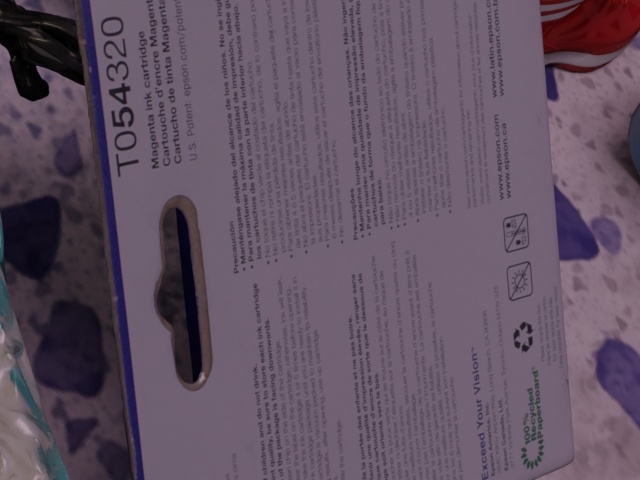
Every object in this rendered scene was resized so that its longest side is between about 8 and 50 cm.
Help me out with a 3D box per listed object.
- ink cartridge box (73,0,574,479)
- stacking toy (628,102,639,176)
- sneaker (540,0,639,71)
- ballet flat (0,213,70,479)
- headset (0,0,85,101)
[{"bbox_3d":[0.000,0.000,0.980,0.330,0.071,0.324,-14,104,-43],"label":"ink cartridge box"},{"bbox_3d":[0.364,-0.026,1.249,0.309,0.279,0.130,47,55,-5],"label":"stacking toy"},{"bbox_3d":[0.195,-0.180,1.310,0.221,0.128,0.087,-28,82,-45],"label":"sneaker"},{"bbox_3d":[-0.183,0.087,0.866,0.147,0.147,0.408,3,58,-37],"label":"ballet flat"},{"bbox_3d":[-0.054,-0.215,1.052,0.185,0.243,0.394,30,51,30],"label":"headset"}]
